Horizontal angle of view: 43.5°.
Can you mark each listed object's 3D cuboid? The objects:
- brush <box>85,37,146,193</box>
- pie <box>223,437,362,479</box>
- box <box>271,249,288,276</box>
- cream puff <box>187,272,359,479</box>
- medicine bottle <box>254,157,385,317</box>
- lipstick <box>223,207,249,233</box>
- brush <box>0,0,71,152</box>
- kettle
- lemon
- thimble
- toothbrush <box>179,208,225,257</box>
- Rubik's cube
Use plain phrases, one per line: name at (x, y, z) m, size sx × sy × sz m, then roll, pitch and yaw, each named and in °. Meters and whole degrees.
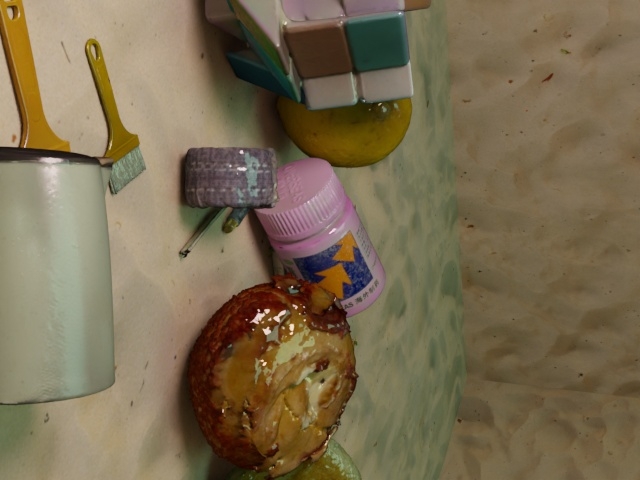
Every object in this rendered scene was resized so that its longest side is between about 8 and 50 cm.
brush at (-0.281, -0.171, 1.079) m, size 0.083 × 0.011 × 0.205 m, roll -54°, pitch 142°, yaw -53°
pie at (-0.066, 0.496, 1.476) m, size 0.070 × 0.323 × 0.322 m, roll -149°, pitch -127°, yaw -62°
box at (-0.050, 0.038, 1.712) m, size 0.198 × 0.029 × 0.109 m, roll -44°, pitch 134°, yaw -60°
cream puff at (-0.087, 0.213, 1.351) m, size 0.351 × 0.229 × 0.350 m, roll -25°, pitch 125°, yaw -41°
medicine bottle at (0.000, 0.000, 1.564) m, size 0.290 × 0.178 × 0.178 m, roll 62°, pitch 35°, yaw -35°
lipstick at (-0.142, -0.055, 1.442) m, size 0.116 × 0.037 × 0.037 m, roll -62°, pitch 149°, yaw -41°
brush at (-0.337, -0.164, 0.927) m, size 0.103 × 0.014 × 0.272 m, roll -46°, pitch 135°, yaw -61°
kettle at (-0.321, 0.032, 0.820) m, size 0.240 × 0.165 × 0.255 m, roll -3°, pitch 96°, yaw -41°
lemon at (0.042, -0.265, 1.568) m, size 0.245 × 0.320 × 0.245 m, roll -8°, pitch 107°, yaw -27°
thimble at (-0.143, -0.098, 1.272) m, size 0.150 × 0.150 × 0.097 m, roll -4°, pitch 94°, yaw -70°
toothbrush at (-0.169, -0.060, 1.378) m, size 0.028 × 0.026 × 0.294 m, roll 59°, pitch 35°, yaw -27°
Rubik's cube at (-0.004, -0.398, 1.294) m, size 0.387 × 0.359 × 0.367 m, roll -65°, pitch 147°, yaw -73°
